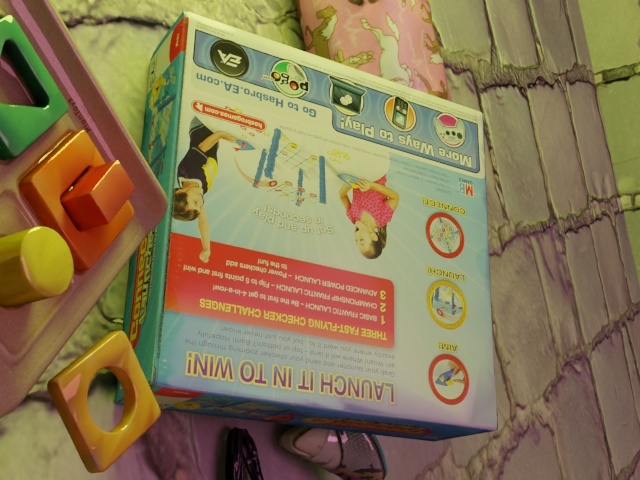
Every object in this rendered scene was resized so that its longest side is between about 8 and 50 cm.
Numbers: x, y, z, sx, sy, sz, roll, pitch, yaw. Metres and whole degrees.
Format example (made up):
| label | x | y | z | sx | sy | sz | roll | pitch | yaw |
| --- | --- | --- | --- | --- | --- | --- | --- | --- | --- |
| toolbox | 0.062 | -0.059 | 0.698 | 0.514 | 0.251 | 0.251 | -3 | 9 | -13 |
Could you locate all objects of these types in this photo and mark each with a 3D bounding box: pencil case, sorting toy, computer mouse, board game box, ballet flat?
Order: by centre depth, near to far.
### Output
| label | x | y | z | sx | sy | sz | roll | pitch | yaw |
| --- | --- | --- | --- | --- | --- | --- | --- | --- | --- |
| sorting toy | -0.159 | -0.033 | 0.474 | 0.347 | 0.047 | 0.196 | 63 | 34 | -26 |
| computer mouse | -0.072 | 0.271 | 0.722 | 0.071 | 0.041 | 0.242 | 46 | 36 | -53 |
| board game box | 0.000 | 0.000 | 0.758 | 0.308 | 0.086 | 0.301 | 14 | 66 | -28 |
| ballet flat | -0.012 | 0.144 | 0.831 | 0.079 | 0.077 | 0.221 | -28 | 99 | -39 |
| pencil case | 0.069 | -0.200 | 0.990 | 0.160 | 0.167 | 0.385 | 166 | -88 | -87 |
